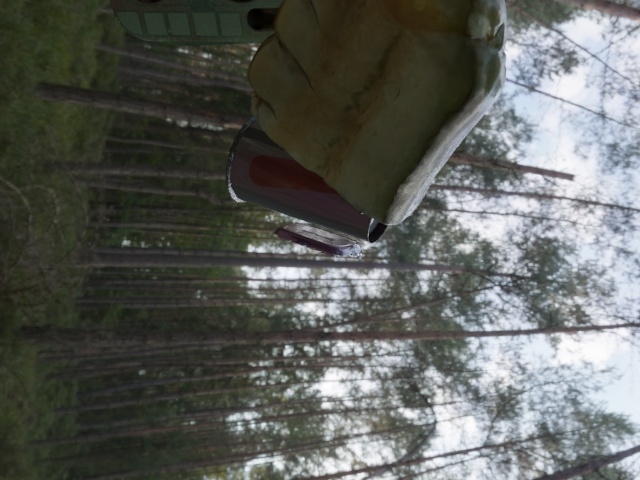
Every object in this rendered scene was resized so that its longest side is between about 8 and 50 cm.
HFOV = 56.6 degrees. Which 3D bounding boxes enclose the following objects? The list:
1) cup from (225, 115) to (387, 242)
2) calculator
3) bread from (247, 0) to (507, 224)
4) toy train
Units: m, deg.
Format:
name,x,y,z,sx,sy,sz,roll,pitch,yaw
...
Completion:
name,x,y,z,sx,sy,sz,roll,pitch,yaw
cup,-0.005,-0.113,1.114,0.288,0.203,0.203,25,-68,20
calculator,0.001,-0.001,1.445,0.194,0.294,0.043,20,-84,15
bread,0.086,-0.238,0.775,0.300,0.210,0.341,36,-53,11
toy train,-0.182,-0.394,0.934,0.129,0.326,0.159,-73,164,-52
